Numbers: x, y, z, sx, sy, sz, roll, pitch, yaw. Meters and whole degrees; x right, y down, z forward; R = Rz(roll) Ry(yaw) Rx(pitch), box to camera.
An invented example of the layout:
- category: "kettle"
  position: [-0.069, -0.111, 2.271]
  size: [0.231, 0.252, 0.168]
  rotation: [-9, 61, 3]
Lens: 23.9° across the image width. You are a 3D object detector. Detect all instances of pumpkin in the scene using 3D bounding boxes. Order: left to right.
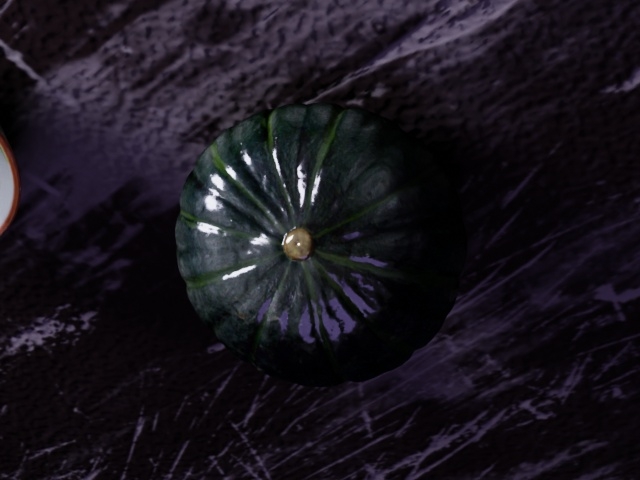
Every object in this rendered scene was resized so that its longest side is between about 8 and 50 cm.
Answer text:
- category: "pumpkin"
  position: [0.000, 0.000, 1.298]
  size: [0.250, 0.216, 0.250]
  rotation: [0, 107, 2]

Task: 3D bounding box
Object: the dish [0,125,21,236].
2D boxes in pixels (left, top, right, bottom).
- category: "dish"
  position: [-0.381, -0.098, 1.340]
  size: [0.260, 0.085, 0.260]
  rotation: [6, 137, 6]
